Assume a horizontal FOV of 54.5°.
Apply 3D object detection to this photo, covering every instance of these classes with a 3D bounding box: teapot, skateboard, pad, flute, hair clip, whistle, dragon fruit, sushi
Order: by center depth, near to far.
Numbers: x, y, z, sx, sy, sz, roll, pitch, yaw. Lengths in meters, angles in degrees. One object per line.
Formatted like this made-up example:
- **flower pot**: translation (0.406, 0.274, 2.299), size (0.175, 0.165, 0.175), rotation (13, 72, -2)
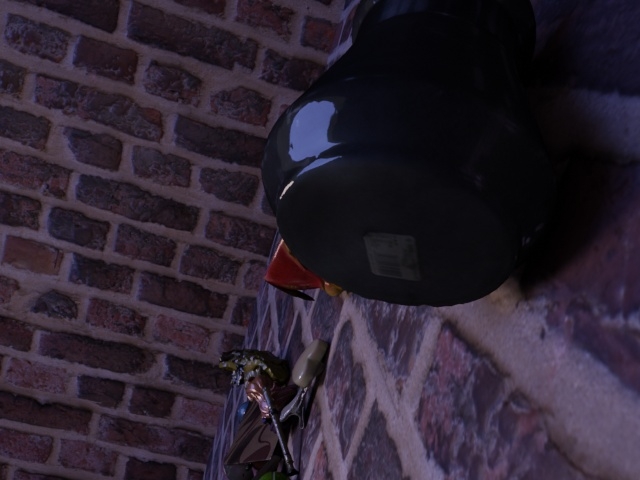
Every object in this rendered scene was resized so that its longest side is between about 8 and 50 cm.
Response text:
- **teapot**: translation (0.124, -0.114, 0.740), size (0.376, 0.305, 0.362), rotation (72, -149, -50)
- **dragon fruit**: translation (0.000, 0.000, 1.471), size (0.290, 0.189, 0.291), rotation (-157, 90, -84)
- **flute**: translation (-0.100, 0.447, 1.476), size (0.233, 0.027, 0.027), rotation (64, 143, 40)
- **hair clip**: translation (-0.037, 0.330, 1.481), size (0.159, 0.071, 0.219), rotation (-108, 39, -77)
- **skateboard**: translation (-0.153, 0.587, 1.758), size (0.080, 0.067, 0.151), rotation (-71, 4, -81)
- **pad**: translation (-0.173, 0.524, 1.763), size (0.330, 0.004, 0.220), rotation (-35, 28, 53)
- **teapot**: translation (-0.222, 0.667, 1.844), size (0.146, 0.116, 0.148), rotation (-53, 17, 38)
- **sushi**: translation (-0.199, 0.405, 1.935), size (0.291, 0.139, 0.131), rotation (-8, 67, 51)
- **whistle**: translation (-0.238, 0.589, 2.134), size (0.158, 0.090, 0.090), rotation (121, 162, -59)

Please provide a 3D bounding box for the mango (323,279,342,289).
- **mango**: translation (0.079, -0.030, 1.089), size (0.199, 0.201, 0.350), rotation (-38, -22, -32)

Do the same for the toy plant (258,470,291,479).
- **toy plant**: translation (-0.098, 0.563, 1.349), size (0.162, 0.092, 0.093), rotation (-142, 68, -80)

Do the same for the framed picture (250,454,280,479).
- **framed picture**: translation (-0.174, 0.707, 1.473), size (0.247, 0.022, 0.335), rotation (13, -89, -78)

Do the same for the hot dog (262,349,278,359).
- **hot dog**: translation (-0.186, 0.467, 2.058), size (0.268, 0.075, 0.144), rotation (-95, 23, -67)

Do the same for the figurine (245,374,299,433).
- **figurine**: translation (-0.121, 0.402, 1.589), size (0.126, 0.157, 0.114), rotation (-32, -12, -32)
